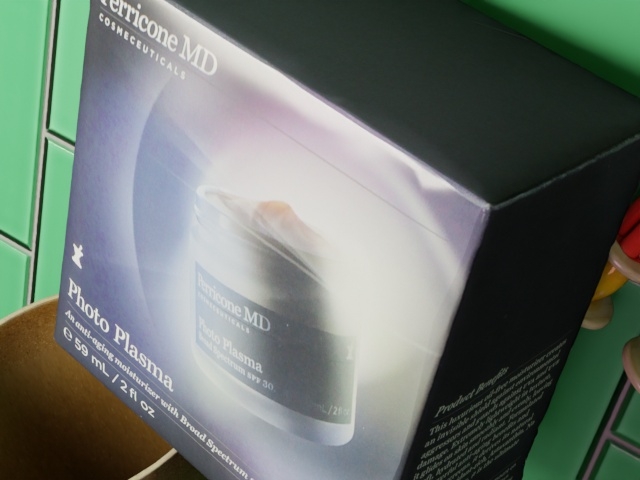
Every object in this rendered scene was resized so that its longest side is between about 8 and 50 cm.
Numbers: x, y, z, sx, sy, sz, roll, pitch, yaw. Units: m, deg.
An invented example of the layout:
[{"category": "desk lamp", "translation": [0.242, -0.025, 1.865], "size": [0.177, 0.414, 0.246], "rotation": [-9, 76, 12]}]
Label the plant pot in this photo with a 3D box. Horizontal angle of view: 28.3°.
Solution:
[{"category": "plant pot", "translation": [-0.157, 0.205, 1.014], "size": [0.237, 0.237, 0.254], "rotation": [10, 133, 30]}]

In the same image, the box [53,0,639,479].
[{"category": "box", "translation": [0.000, 0.000, 0.772], "size": [0.296, 0.182, 0.294], "rotation": [35, 129, 29]}]

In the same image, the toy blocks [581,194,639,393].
[{"category": "toy blocks", "translation": [0.222, 0.018, 0.747], "size": [0.123, 0.054, 0.148], "rotation": [46, 131, 5]}]
